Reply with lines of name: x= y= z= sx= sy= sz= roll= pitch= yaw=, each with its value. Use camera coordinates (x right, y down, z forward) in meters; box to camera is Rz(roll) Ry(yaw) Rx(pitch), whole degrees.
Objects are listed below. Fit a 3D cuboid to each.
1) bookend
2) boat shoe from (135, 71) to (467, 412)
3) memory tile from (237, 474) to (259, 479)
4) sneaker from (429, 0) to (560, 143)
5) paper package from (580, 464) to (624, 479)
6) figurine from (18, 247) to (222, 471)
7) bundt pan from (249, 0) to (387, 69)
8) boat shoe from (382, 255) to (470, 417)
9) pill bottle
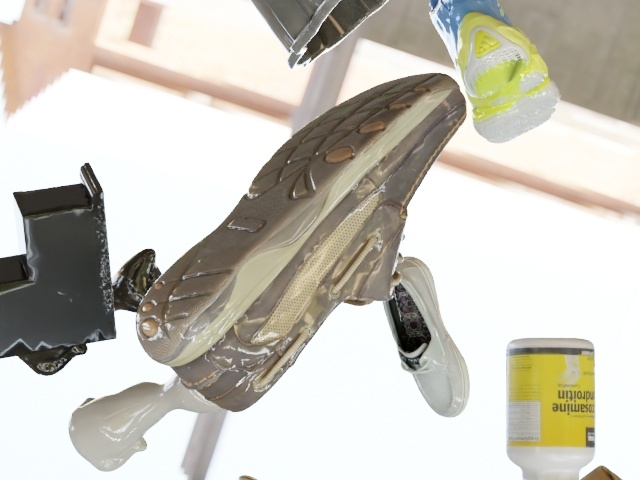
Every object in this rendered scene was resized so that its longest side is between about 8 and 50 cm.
bookend: x=-0.278 y=0.023 z=1.629 sx=0.157 sy=0.156 sz=0.072 roll=-10 pitch=-153 yaw=-15
boat shoe: x=0.000 y=0.000 z=1.482 sx=0.130 sy=0.355 sz=0.132 roll=53 pitch=163 yaw=-25
memory tile: x=-0.052 y=0.333 z=2.073 sx=0.148 sy=0.012 sz=0.113 roll=36 pitch=144 yaw=-7
sneaker: x=0.167 y=-0.183 z=1.700 sx=0.240 sy=0.091 sz=0.126 roll=58 pitch=-171 yaw=-71
paper package: x=0.359 y=0.503 z=2.360 sx=0.309 sy=0.325 sz=0.168 roll=36 pitch=-158 yaw=-37
figurine: x=-0.215 y=0.132 z=1.959 sx=0.215 sy=0.209 sz=0.092 roll=60 pitch=-150 yaw=-7
bundt pan: x=0.052 y=-0.296 z=1.428 sx=0.124 sy=0.331 sz=0.331 roll=46 pitch=-169 yaw=0
boat shoe: x=0.128 y=0.136 z=2.288 sx=0.079 sy=0.227 sz=0.081 roll=-12 pitch=-168 yaw=33
pill bottle: x=0.262 y=0.204 z=1.994 sx=0.103 sy=0.184 sz=0.103 roll=0 pitch=174 yaw=0
